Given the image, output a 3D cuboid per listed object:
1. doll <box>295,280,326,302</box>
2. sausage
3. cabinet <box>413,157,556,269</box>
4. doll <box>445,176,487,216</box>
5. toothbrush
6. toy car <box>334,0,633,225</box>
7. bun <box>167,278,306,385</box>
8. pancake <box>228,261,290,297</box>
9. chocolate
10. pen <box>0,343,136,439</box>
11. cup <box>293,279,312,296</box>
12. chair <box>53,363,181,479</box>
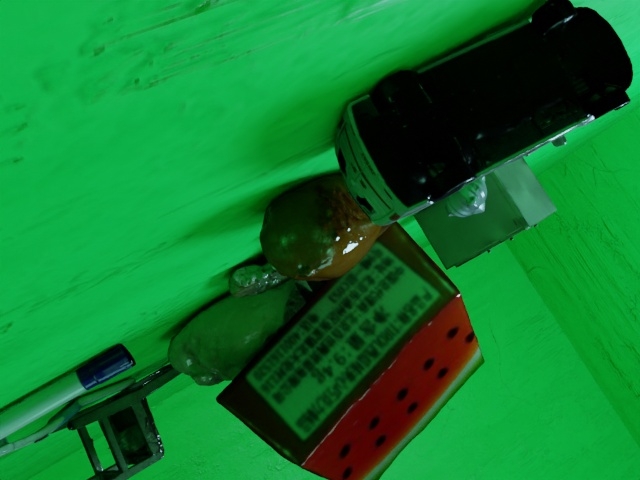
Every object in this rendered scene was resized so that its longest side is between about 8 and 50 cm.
[{"bbox_3d":[0.005,0.080,1.010,0.102,0.089,0.179,23,107,-38],"label":"doll"},{"bbox_3d":[0.014,-0.018,0.551,0.089,0.089,0.179,-36,174,32],"label":"sausage"},{"bbox_3d":[0.332,-0.055,1.248,0.145,0.150,0.206,-23,170,-47],"label":"cabinet"},{"bbox_3d":[0.256,-0.083,1.089,0.094,0.079,0.180,-49,-179,15],"label":"doll"},{"bbox_3d":[-0.388,0.269,0.949,0.040,0.040,0.386,-33,173,11],"label":"toothbrush"},{"bbox_3d":[0.113,-0.086,0.439,0.210,0.089,0.108,-28,172,-11],"label":"toy car"},{"bbox_3d":[-0.112,0.141,0.912,0.210,0.116,0.237,-26,171,-39],"label":"bun"},{"bbox_3d":[0.000,0.000,0.748,0.254,0.037,0.253,-30,173,-4],"label":"pancake"},{"bbox_3d":[0.073,0.201,0.926,0.360,0.161,0.341,-46,146,-8],"label":"chocolate"},{"bbox_3d":[-0.344,0.200,0.710,0.269,0.033,0.033,-29,172,-12],"label":"pen"},{"bbox_3d":[-0.056,0.190,1.120,0.192,0.200,0.253,-32,173,5],"label":"cup"},{"bbox_3d":[-0.343,0.345,1.151,0.270,0.147,0.136,-22,178,-45],"label":"chair"}]
